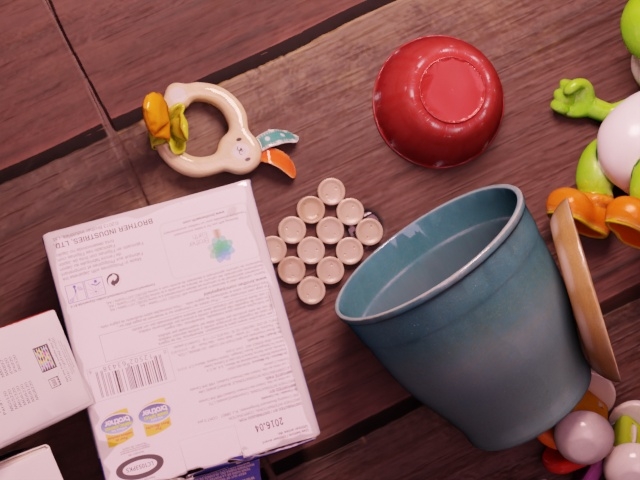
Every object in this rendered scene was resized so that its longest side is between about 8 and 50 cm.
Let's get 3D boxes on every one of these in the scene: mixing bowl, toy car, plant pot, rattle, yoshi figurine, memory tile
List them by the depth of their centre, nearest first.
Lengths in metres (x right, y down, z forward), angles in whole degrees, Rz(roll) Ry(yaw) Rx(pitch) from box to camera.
[{"bbox_3d":[0.322,0.064,1.725,0.032,0.236,0.236,-16,88,11],"label":"plant pot"},{"bbox_3d":[0.200,0.111,1.750,0.271,0.271,0.255,-37,104,-7],"label":"plant pot"},{"bbox_3d":[-0.119,-0.141,1.788,0.199,0.143,0.130,24,66,2],"label":"rattle"},{"bbox_3d":[0.357,0.267,1.817,0.182,0.159,0.136,33,118,-3],"label":"toy car"},{"bbox_3d":[0.415,-0.185,1.820,0.203,0.203,0.362,24,81,3],"label":"yoshi figurine"},{"bbox_3d":[0.164,-0.189,1.838,0.181,0.098,0.181,0,86,-7],"label":"mixing bowl"},{"bbox_3d":[0.000,0.000,1.850,0.148,0.012,0.113,-45,91,-6],"label":"memory tile"}]

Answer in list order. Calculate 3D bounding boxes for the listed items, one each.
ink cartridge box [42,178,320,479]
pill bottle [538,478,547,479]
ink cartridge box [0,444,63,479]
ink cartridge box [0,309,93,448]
[{"bbox_3d":[-0.166,0.154,1.742,0.270,0.151,0.396,-15,82,-6],"label":"ink cartridge box"},{"bbox_3d":[0.248,0.354,1.826,0.116,0.065,0.065,-20,89,-7],"label":"pill bottle"},{"bbox_3d":[-0.357,0.353,1.650,0.114,0.273,0.197,-22,89,-23],"label":"ink cartridge box"},{"bbox_3d":[-0.468,0.212,1.597,0.309,0.272,0.130,-24,89,25],"label":"ink cartridge box"}]
